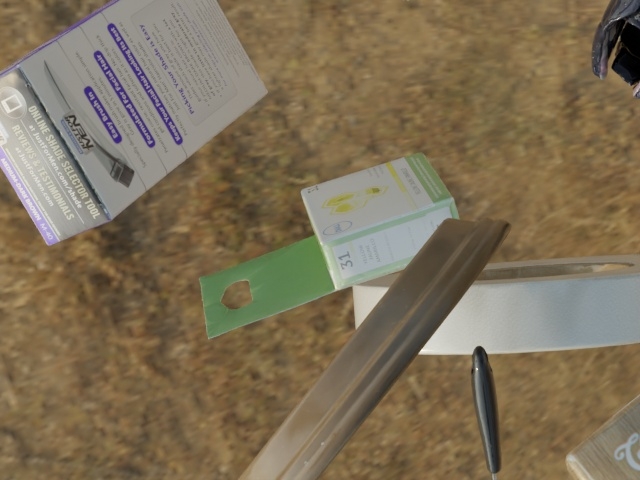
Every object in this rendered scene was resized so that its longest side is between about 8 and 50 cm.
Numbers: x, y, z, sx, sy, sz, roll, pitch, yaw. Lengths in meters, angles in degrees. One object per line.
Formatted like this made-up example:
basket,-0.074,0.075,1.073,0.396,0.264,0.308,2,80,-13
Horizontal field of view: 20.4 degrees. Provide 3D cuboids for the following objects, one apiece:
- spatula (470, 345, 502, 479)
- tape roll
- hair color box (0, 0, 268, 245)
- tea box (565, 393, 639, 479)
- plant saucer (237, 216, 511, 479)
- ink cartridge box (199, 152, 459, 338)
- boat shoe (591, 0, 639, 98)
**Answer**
spatula,0.151,0.229,1.631,0.030,0.084,0.296,-2,114,0
tape roll,0.227,0.064,1.858,0.392,0.392,0.072,-4,91,27
hair color box,-0.215,-0.157,1.926,0.110,0.339,0.185,-21,104,36
tea box,0.283,0.168,0.722,0.220,0.329,0.323,-37,72,-2
plant saucer,0.024,0.087,1.148,0.041,0.278,0.278,38,113,2
ink cartridge box,0.000,0.000,1.573,0.235,0.171,0.056,-17,108,-1
boat shoe,0.372,-0.285,1.778,0.127,0.158,0.340,28,145,13
